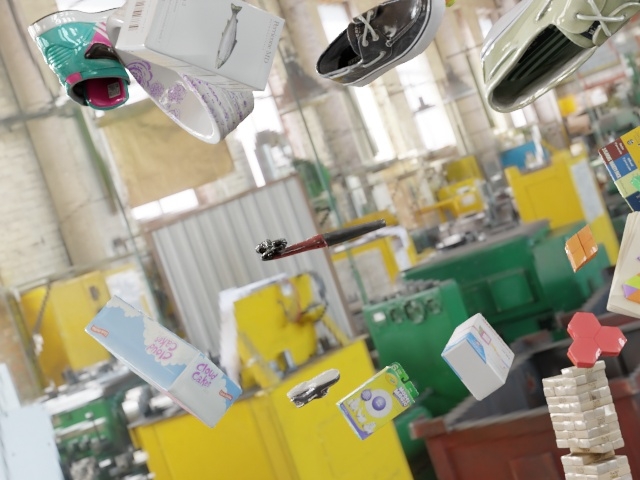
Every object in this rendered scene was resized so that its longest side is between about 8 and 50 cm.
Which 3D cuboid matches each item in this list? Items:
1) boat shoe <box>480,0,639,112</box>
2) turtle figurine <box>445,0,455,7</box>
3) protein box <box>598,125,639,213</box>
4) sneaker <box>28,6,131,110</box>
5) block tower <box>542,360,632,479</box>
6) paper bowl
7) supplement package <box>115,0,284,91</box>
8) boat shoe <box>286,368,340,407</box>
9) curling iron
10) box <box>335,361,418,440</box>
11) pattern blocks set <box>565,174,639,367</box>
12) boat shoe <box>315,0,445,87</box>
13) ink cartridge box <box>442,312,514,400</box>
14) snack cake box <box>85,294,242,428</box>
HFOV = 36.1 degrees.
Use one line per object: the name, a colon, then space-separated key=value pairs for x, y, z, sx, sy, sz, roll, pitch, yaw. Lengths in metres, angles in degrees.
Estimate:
boat shoe: x=0.270 y=-0.233 z=0.986 sx=0.109 sy=0.094 sz=0.302 roll=20 pitch=-35 yaw=-18
turtle figurine: x=0.198 y=-0.511 z=1.785 sx=0.087 sy=0.217 sz=0.269 roll=-26 pitch=-7 yaw=-2
protein box: x=0.670 y=-0.123 z=1.852 sx=0.199 sy=0.136 sz=0.201 roll=-31 pitch=-45 yaw=19
sneaker: x=-0.397 y=-0.335 z=1.829 sx=0.123 sy=0.178 sz=0.295 roll=-22 pitch=3 yaw=30
block tower: x=0.520 y=0.405 z=1.884 sx=0.090 sy=0.336 sz=0.097 roll=-9 pitch=-5 yaw=-32
paper bowl: x=-0.225 y=-0.317 z=1.711 sx=0.148 sy=0.284 sz=0.284 roll=-46 pitch=9 yaw=-16
supplement package: x=-0.157 y=-0.271 z=1.286 sx=0.179 sy=0.105 sz=0.105 roll=15 pitch=-1 yaw=-33
boat shoe: x=-0.007 y=0.272 z=1.795 sx=0.125 sy=0.038 sz=0.046 roll=-30 pitch=8 yaw=31
curling iron: x=0.000 y=0.000 z=1.990 sx=0.273 sy=0.035 sz=0.068 roll=-12 pitch=-16 yaw=6
box: x=0.139 y=0.374 z=2.300 sx=0.179 sy=0.105 sz=0.043 roll=-35 pitch=4 yaw=-14
pattern blocks set: x=0.489 y=0.044 z=1.386 sx=0.285 sy=0.325 sz=0.026 roll=6 pitch=-30 yaw=12
boat shoe: x=0.096 y=-0.359 z=1.725 sx=0.102 sy=0.108 sz=0.301 roll=2 pitch=-16 yaw=-33
ink cartridge box: x=0.238 y=0.172 z=1.474 sx=0.052 sy=0.088 sz=0.122 roll=-39 pitch=0 yaw=22
snack cake box: x=-0.281 y=0.212 z=1.744 sx=0.264 sy=0.152 sz=0.089 roll=26 pitch=70 yaw=40
